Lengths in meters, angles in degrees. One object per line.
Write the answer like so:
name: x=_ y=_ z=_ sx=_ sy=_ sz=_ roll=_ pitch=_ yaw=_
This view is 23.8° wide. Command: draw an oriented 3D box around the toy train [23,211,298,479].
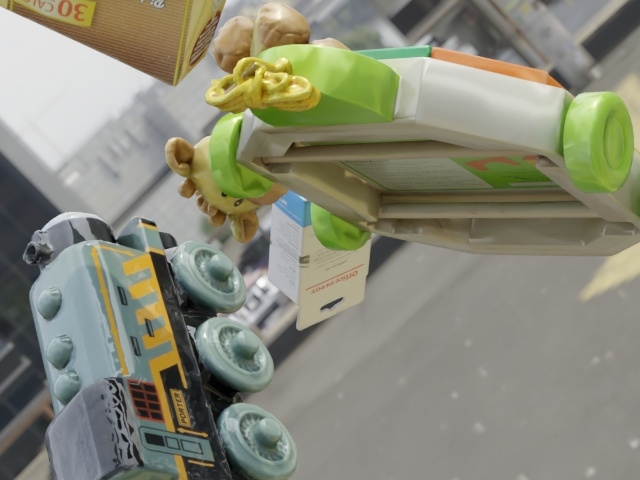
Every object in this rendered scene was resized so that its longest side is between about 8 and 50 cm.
toy train: x=-0.142 y=0.113 z=1.259 sx=0.142 sy=0.190 sz=0.334 roll=-45 pitch=46 yaw=29

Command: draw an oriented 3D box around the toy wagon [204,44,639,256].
toy wagon: x=0.063 y=-0.054 z=0.910 sx=0.267 sy=0.344 sz=0.068 roll=0 pitch=73 yaw=35

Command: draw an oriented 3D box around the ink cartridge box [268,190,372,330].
ink cartridge box: x=0.000 y=0.000 z=1.680 sx=0.104 sy=0.060 sz=0.180 roll=-23 pitch=-46 yaw=-33

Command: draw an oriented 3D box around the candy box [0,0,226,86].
candy box: x=-0.129 y=-0.299 z=1.155 sx=0.087 sy=0.183 sz=0.316 roll=-60 pitch=-5 yaw=-64

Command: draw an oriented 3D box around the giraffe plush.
giraffe plush: x=-0.060 y=-0.100 z=1.457 sx=0.170 sy=0.181 sz=0.210 roll=-56 pitch=7 yaw=-24
